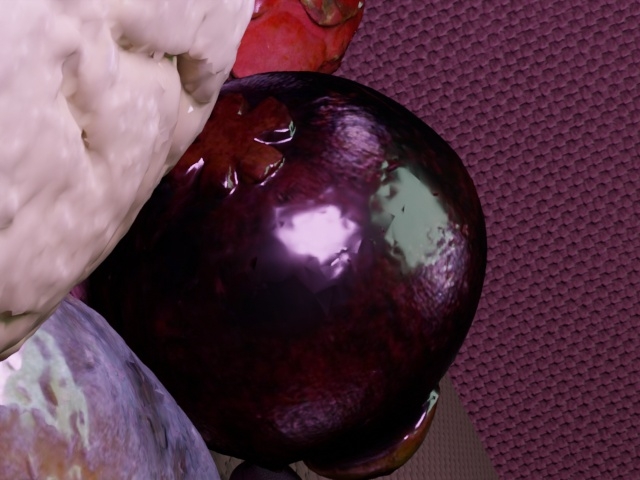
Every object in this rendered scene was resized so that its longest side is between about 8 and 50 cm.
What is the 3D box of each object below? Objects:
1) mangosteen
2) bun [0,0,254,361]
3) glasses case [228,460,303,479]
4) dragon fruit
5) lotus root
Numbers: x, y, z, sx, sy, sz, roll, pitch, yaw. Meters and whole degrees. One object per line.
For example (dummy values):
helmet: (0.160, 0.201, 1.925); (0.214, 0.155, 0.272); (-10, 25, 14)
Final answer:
mangosteen: (-0.018, 0.042, 1.302); (0.307, 0.307, 0.347); (-106, 177, -48)
bun: (-0.201, -0.069, 0.582); (0.352, 0.349, 0.227); (55, -44, 45)
glasses case: (0.010, 0.320, 1.374); (0.316, 0.076, 0.123); (64, 9, 0)
dragon fruit: (-0.089, -0.253, 1.654); (0.295, 0.295, 0.302); (-69, 169, -78)
lotus root: (-0.135, 0.118, 0.802); (0.349, 0.175, 0.175); (52, 15, -55)
